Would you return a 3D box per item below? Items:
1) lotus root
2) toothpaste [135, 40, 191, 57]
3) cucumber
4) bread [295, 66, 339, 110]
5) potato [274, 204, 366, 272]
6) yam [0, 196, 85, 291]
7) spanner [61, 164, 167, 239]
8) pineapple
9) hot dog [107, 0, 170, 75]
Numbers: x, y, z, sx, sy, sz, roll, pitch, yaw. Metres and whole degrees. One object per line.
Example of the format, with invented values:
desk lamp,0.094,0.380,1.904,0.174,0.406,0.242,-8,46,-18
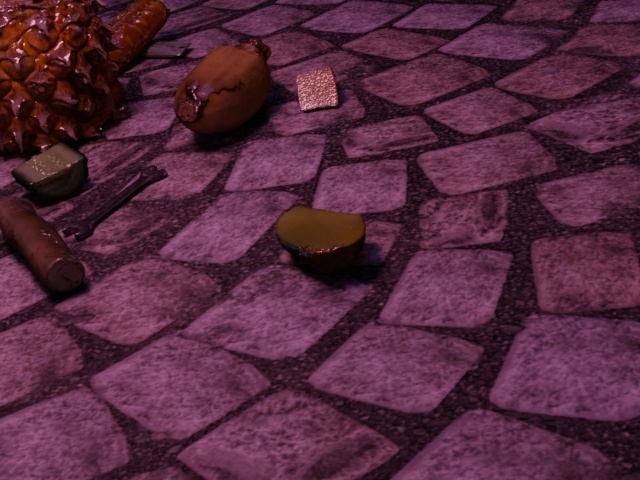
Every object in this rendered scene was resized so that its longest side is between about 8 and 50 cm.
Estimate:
lotus root,-0.180,-0.280,2.102,0.146,0.130,0.303,21,36,10
toothpaste,-0.421,-0.444,2.605,0.255,0.037,0.067,4,36,23
cucumber,-0.472,-0.115,1.976,0.116,0.062,0.115,-33,32,-23
bread,-0.005,-0.278,2.154,0.084,0.080,0.109,-9,-8,4
potato,0.000,0.000,1.589,0.119,0.054,0.198,-26,26,-25
yam,-0.439,0.002,1.734,0.067,0.071,0.317,-57,35,2
spanner,-0.341,-0.068,1.884,0.054,0.015,0.254,5,32,30
pineapple,-0.551,-0.347,2.206,0.352,0.300,0.352,-3,28,2
hot dog,-0.449,-0.469,2.568,0.115,0.072,0.269,9,51,33
